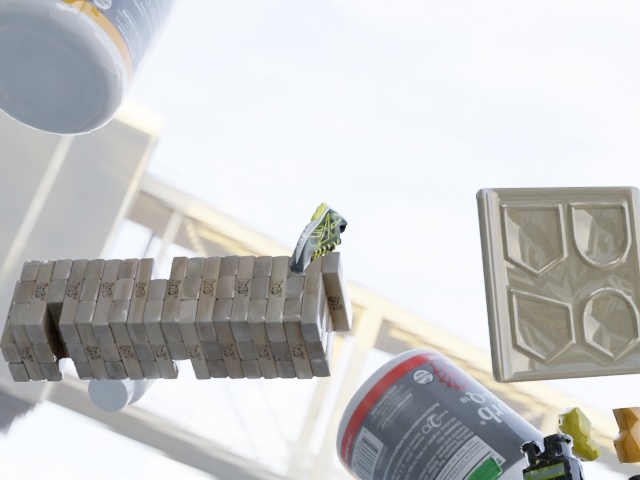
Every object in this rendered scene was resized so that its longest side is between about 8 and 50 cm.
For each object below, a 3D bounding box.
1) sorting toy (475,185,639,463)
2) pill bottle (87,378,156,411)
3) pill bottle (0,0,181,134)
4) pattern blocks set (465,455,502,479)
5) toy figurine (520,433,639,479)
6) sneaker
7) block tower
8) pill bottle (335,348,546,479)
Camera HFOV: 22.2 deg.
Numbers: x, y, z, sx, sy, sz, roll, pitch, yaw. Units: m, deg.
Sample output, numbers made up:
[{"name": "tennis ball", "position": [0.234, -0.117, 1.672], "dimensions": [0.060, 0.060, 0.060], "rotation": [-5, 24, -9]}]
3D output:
[{"name": "sorting toy", "position": [0.273, 0.094, 1.784], "dimensions": [0.229, 0.307, 0.041], "rotation": [-1, -8, -27]}, {"name": "pill bottle", "position": [-0.222, 0.149, 1.881], "dimensions": [0.067, 0.120, 0.067], "rotation": [6, -67, 15]}, {"name": "pill bottle", "position": [-0.221, -0.246, 1.599], "dimensions": [0.162, 0.278, 0.162], "rotation": [11, -43, 11]}, {"name": "pattern blocks set", "position": [0.033, 0.302, 1.460], "dimensions": [0.026, 0.325, 0.285], "rotation": [50, -31, 16]}, {"name": "toy figurine", "position": [0.276, 0.286, 1.590], "dimensions": [0.210, 0.148, 0.213], "rotation": [0, -29, -14]}, {"name": "sneaker", "position": [0.000, 0.000, 1.455], "dimensions": [0.035, 0.083, 0.031], "rotation": [26, -38, 3]}, {"name": "block tower", "position": [-0.142, 0.077, 1.596], "dimensions": [0.335, 0.097, 0.091], "rotation": [-3, -44, 8]}, {"name": "pill bottle", "position": [0.207, 0.319, 2.137], "dimensions": [0.363, 0.210, 0.210], "rotation": [38, -14, 34]}]
